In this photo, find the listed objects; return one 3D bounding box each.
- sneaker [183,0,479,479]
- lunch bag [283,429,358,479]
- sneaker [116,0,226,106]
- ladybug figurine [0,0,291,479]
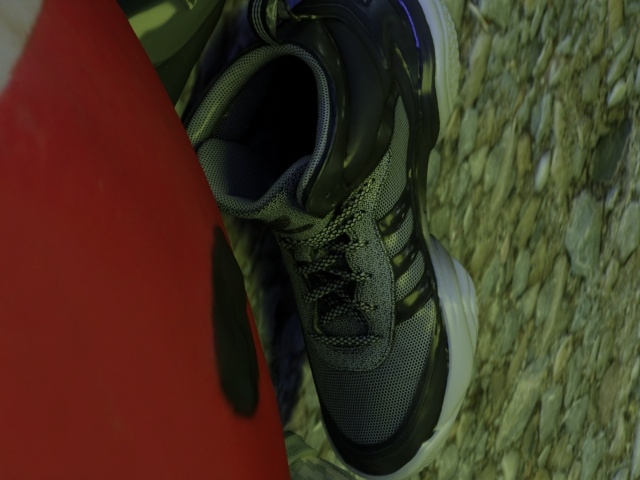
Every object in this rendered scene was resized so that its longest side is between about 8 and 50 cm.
[{"bbox_3d":[0.000,0.000,0.967,0.153,0.101,0.268,-16,107,-56],"label":"sneaker"},{"bbox_3d":[-0.056,0.231,0.751,0.305,0.256,0.212,-47,153,-45],"label":"lunch bag"},{"bbox_3d":[-0.129,-0.036,0.748,0.340,0.125,0.139,-60,169,-31],"label":"sneaker"},{"bbox_3d":[-0.116,0.077,0.434,0.305,0.162,0.449,-48,141,-32],"label":"ladybug figurine"}]
